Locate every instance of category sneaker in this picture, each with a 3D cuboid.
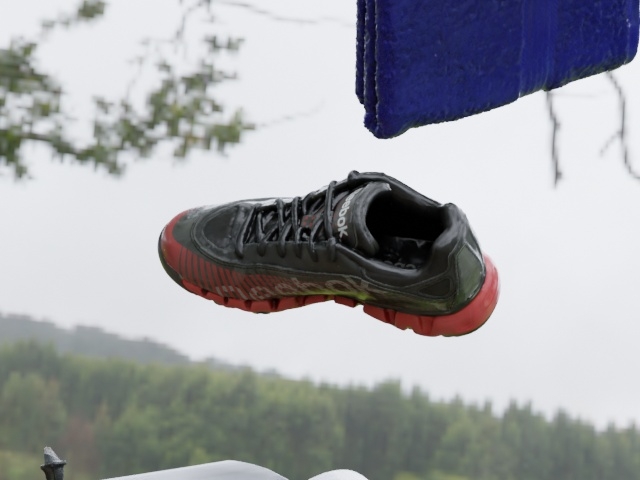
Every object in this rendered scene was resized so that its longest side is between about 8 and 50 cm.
[{"bbox_3d":[0.000,0.000,1.214,0.276,0.098,0.135,7,-30,14],"label":"sneaker"}]

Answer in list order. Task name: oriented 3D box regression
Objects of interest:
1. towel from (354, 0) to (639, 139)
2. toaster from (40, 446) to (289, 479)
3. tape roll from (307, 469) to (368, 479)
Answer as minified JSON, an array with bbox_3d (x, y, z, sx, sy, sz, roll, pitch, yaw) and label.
[{"bbox_3d":[0.161,-0.232,1.425,0.308,0.228,0.076,-19,33,-28],"label":"towel"},{"bbox_3d":[-0.071,0.204,0.848,0.110,0.186,0.168,-8,3,-23],"label":"toaster"},{"bbox_3d":[-0.008,0.376,1.593,0.100,0.286,0.286,33,8,31],"label":"tape roll"}]
